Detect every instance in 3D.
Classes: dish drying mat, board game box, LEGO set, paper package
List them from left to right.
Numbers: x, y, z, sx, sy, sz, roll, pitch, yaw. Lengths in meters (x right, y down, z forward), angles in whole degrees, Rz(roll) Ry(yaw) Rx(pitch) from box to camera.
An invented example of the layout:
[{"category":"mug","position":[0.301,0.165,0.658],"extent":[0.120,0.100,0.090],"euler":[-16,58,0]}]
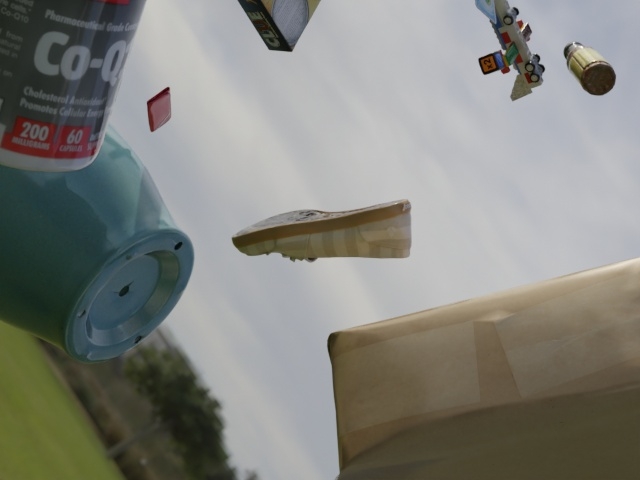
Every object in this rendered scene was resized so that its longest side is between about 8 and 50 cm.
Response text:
[{"category":"dish drying mat","position":[-0.179,-0.145,1.583],"extent":[0.008,0.032,0.083],"euler":[51,-14,10]},{"category":"board game box","position":[-0.035,-0.394,1.863],"extent":[0.042,0.243,0.165],"euler":[9,-31,34]},{"category":"LEGO set","position":[0.200,-0.280,1.659],"extent":[0.182,0.060,0.244],"euler":[29,51,-50]},{"category":"paper package","position":[0.198,0.198,1.301],"extent":[0.168,0.324,0.309],"euler":[-94,166,-46]}]

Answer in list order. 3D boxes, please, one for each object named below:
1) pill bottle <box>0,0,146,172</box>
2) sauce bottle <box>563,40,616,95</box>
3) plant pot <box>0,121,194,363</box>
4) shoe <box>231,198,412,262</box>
[{"category":"pill bottle","position":[-0.229,-0.216,1.211],"extent":[0.161,0.161,0.283],"euler":[45,-59,48]},{"category":"sauce bottle","position":[0.308,-0.203,1.642],"extent":[0.042,0.042,0.128],"euler":[60,9,-23]},{"category":"plant pot","position":[-0.285,-0.011,1.570],"extent":[0.255,0.271,0.272],"euler":[39,-17,26]},{"category":"shoe","position":[0.000,0.000,1.486],"extent":[0.219,0.076,0.058],"euler":[-7,-78,34]}]
